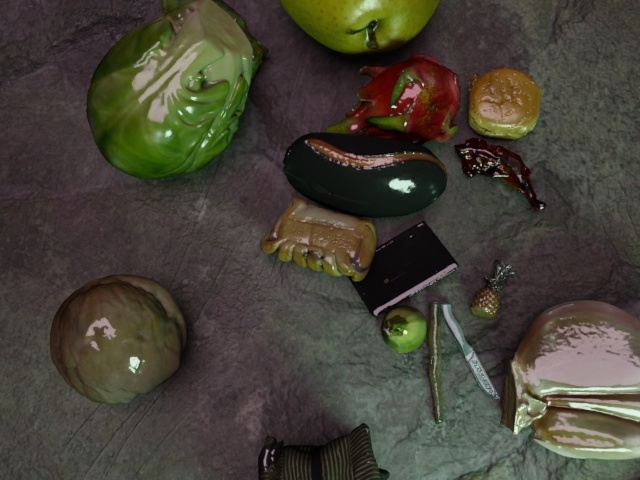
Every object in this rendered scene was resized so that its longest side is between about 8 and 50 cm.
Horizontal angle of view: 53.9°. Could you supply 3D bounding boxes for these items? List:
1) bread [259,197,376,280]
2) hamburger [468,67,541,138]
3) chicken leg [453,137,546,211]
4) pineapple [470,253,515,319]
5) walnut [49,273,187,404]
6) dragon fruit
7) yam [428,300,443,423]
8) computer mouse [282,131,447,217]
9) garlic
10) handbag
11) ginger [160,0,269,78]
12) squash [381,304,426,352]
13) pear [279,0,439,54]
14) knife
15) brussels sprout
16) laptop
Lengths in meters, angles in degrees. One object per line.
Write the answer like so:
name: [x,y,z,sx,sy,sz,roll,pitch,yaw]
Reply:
bread: [0.000,0.000,1.255,0.225,0.081,0.134,18,69,16]
hamburger: [0.370,-0.279,1.278,0.147,0.083,0.138,10,76,4]
chicken leg: [0.365,-0.139,1.268,0.219,0.048,0.089,30,86,10]
pineapple: [0.336,0.091,1.231,0.058,0.058,0.124,25,68,10]
walnut: [-0.376,0.175,1.178,0.248,0.248,0.248,-1,79,6]
dragon fruit: [0.151,-0.263,1.256,0.269,0.200,0.198,-23,89,29]
yam: [0.222,0.234,1.218,0.027,0.029,0.234,1,79,-5]
computer mouse: [0.082,-0.120,1.225,0.323,0.183,0.116,7,57,7]
garlic: [0.485,0.246,1.137,0.325,0.132,0.279,-5,79,7]
handbag: [0.015,0.457,1.059,0.247,0.340,0.240,-6,61,2]
ginger: [-0.235,-0.456,1.373,0.137,0.089,0.290,-39,81,16]
squash: [0.143,0.160,1.146,0.094,0.224,0.094,-2,81,12]
pear: [0.073,-0.569,1.234,0.362,0.362,0.418,-13,73,3]
knife: [0.286,0.216,1.223,0.028,0.015,0.210,-25,78,-5]
brussels sprout: [-0.286,-0.292,1.234,0.355,0.289,0.281,-44,76,24]
laptop: [0.156,0.053,1.241,0.197,0.016,0.135,-31,54,-1]
